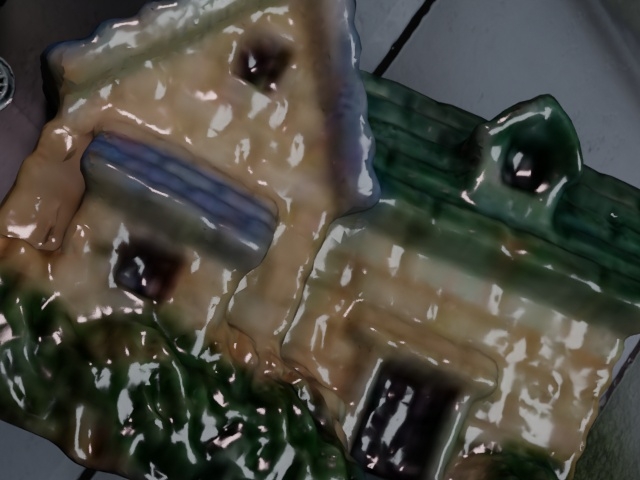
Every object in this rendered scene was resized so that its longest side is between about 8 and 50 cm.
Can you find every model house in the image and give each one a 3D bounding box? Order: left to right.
[{"bbox_3d":[0.000,0.000,1.267,0.445,0.395,0.400,26,83,-5],"label":"model house"}]

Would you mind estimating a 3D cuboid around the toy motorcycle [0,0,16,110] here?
[{"bbox_3d":[-0.305,-0.114,1.264,0.169,0.113,0.315,24,76,-34],"label":"toy motorcycle"}]
